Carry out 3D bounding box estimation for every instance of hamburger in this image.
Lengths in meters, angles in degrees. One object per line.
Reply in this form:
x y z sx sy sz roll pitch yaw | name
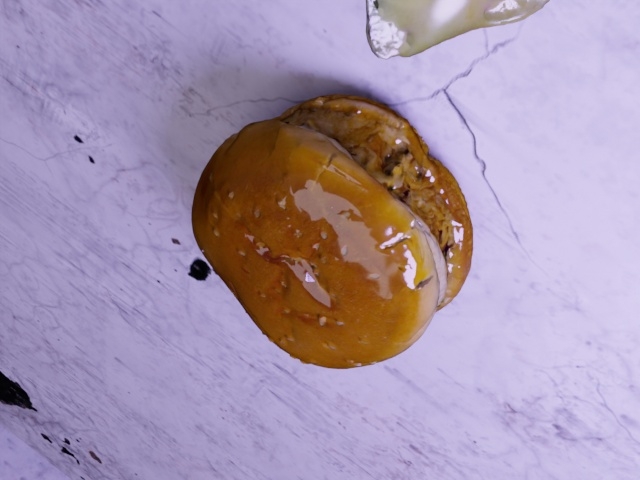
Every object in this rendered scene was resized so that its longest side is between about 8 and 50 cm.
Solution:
0.000 0.000 0.985 0.290 0.170 0.314 47 141 -1 | hamburger

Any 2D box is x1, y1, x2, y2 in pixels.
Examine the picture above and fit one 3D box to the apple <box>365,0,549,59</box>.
0.115 -0.281 0.670 0.193 0.120 0.264 -7 121 0 | apple
